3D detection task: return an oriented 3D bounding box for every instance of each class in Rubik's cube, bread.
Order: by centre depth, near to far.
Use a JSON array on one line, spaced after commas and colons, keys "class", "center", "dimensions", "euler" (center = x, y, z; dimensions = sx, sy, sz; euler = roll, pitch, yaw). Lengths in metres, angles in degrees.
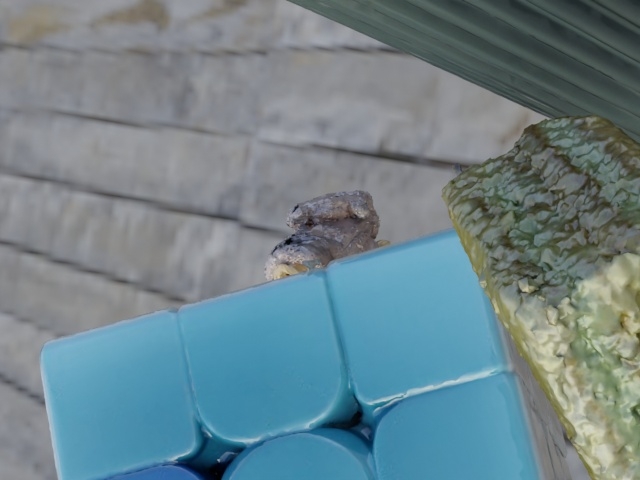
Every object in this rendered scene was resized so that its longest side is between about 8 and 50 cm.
[{"class": "bread", "center": [0.134, 0.026, 0.902], "dimensions": [0.138, 0.102, 0.196], "euler": [61, -177, -18]}, {"class": "Rubik's cube", "center": [0.017, 0.195, 1.236], "dimensions": [0.291, 0.292, 0.290], "euler": [55, -158, -69]}]

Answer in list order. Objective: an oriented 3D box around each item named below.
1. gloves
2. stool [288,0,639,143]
[{"class": "gloves", "center": [0.005, 0.002, 1.929], "dimensions": [0.144, 0.110, 0.094], "euler": [-68, -36, -58]}, {"class": "stool", "center": [0.127, -0.232, 1.220], "dimensions": [0.297, 0.330, 0.297], "euler": [-36, 40, 38]}]
